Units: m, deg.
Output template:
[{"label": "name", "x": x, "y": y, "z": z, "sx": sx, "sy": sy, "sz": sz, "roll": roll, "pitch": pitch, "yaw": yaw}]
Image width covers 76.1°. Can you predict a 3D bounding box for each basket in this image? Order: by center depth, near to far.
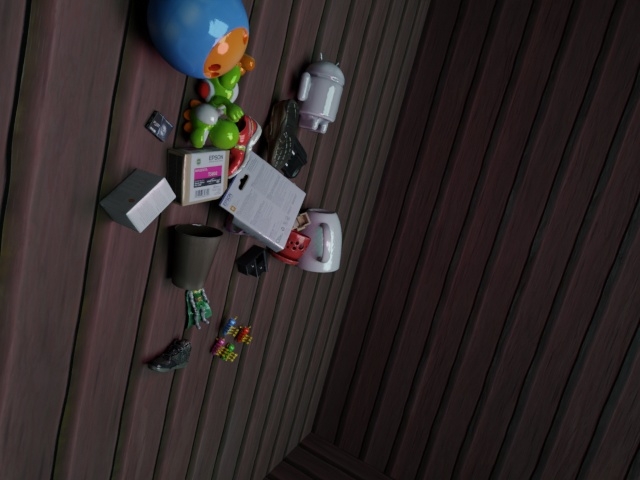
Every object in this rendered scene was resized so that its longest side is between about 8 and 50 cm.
[{"label": "basket", "x": -0.494, "y": 0.066, "z": 1.591, "sx": 0.204, "sy": 0.154, "sz": 0.226, "roll": -8, "pitch": 118, "yaw": -62}]

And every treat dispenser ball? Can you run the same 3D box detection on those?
[{"label": "treat dispenser ball", "x": -0.356, "y": -0.631, "z": 1.206, "sx": 0.288, "sy": 0.288, "sz": 0.288, "roll": -45, "pitch": 144, "yaw": -45}]

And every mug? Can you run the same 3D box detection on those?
[{"label": "mug", "x": 0.000, "y": 0.000, "z": 2.341, "sx": 0.374, "sy": 0.276, "sz": 0.327, "roll": -129, "pitch": -136, "yaw": -72}]

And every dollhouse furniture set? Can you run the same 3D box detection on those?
[{"label": "dollhouse furniture set", "x": -0.267, "y": -0.138, "z": 1.886, "sx": 0.356, "sy": 0.174, "sz": 0.303, "roll": -25, "pitch": 93, "yaw": -43}]

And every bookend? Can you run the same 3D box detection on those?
[{"label": "bookend", "x": -0.341, "y": 0.131, "z": 2.040, "sx": 0.157, "sy": 0.072, "sz": 0.156, "roll": -45, "pitch": 145, "yaw": -43}]

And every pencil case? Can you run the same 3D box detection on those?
[{"label": "pencil case", "x": -0.314, "y": -0.067, "z": 1.891, "sx": 0.284, "sy": 0.124, "sz": 0.124, "roll": 13, "pitch": 95, "yaw": -68}]

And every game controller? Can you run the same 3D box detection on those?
[{"label": "game controller", "x": -0.160, "y": -0.438, "z": 2.045, "sx": 0.166, "sy": 0.067, "sz": 0.319, "roll": -52, "pitch": 152, "yaw": -6}]

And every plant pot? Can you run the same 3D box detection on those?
[{"label": "plant pot", "x": -0.168, "y": 0.027, "z": 2.196, "sx": 0.191, "sy": 0.191, "sz": 0.174, "roll": 11, "pitch": 105, "yaw": -65}]

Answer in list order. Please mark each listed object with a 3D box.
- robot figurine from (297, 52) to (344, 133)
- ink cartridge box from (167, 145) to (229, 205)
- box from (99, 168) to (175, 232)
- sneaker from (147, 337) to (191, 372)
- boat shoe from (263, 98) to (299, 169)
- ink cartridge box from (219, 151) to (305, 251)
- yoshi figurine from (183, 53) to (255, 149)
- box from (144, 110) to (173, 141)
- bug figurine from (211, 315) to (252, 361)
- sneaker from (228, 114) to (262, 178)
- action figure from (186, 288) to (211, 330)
[{"label": "robot figurine", "x": -0.001, "y": -0.711, "z": 1.994, "sx": 0.300, "sy": 0.200, "sz": 0.353, "roll": 3, "pitch": 105, "yaw": -56}, {"label": "ink cartridge box", "x": -0.451, "y": -0.245, "z": 1.524, "sx": 0.235, "sy": 0.088, "sz": 0.193, "roll": -26, "pitch": 131, "yaw": -56}, {"label": "box", "x": -0.575, "y": -0.129, "z": 1.296, "sx": 0.170, "sy": 0.130, "sz": 0.091, "roll": -56, "pitch": 152, "yaw": -29}, {"label": "sneaker", "x": -0.617, "y": 0.471, "z": 1.695, "sx": 0.227, "sy": 0.087, "sz": 0.130, "roll": 19, "pitch": 88, "yaw": -69}, {"label": "boat shoe", "x": -0.190, "y": -0.481, "z": 1.856, "sx": 0.123, "sy": 0.120, "sz": 0.323, "roll": 24, "pitch": 79, "yaw": -61}, {"label": "ink cartridge box", "x": -0.245, "y": -0.168, "z": 1.750, "sx": 0.330, "sy": 0.071, "sz": 0.324, "roll": 36, "pitch": 54, "yaw": -24}, {"label": "yoshi figurine", "x": -0.338, "y": -0.482, "z": 1.476, "sx": 0.362, "sy": 0.203, "sz": 0.203, "roll": -67, "pitch": 162, "yaw": -3}, {"label": "box", "x": -0.530, "y": -0.375, "z": 1.349, "sx": 0.067, "sy": 0.018, "sz": 0.083, "roll": -65, "pitch": 155, "yaw": -14}, {"label": "bug figurine", "x": -0.453, "y": 0.500, "z": 2.069, "sx": 0.216, "sy": 0.072, "sz": 0.279, "roll": -56, "pitch": 157, "yaw": -16}, {"label": "sneaker", "x": -0.349, "y": -0.384, "z": 1.662, "sx": 0.118, "sy": 0.107, "sz": 0.278, "roll": 35, "pitch": 71, "yaw": -46}, {"label": "action figure", "x": -0.529, "y": 0.270, "z": 1.767, "sx": 0.137, "sy": 0.064, "sz": 0.232, "roll": -36, "pitch": 134, "yaw": -47}]
